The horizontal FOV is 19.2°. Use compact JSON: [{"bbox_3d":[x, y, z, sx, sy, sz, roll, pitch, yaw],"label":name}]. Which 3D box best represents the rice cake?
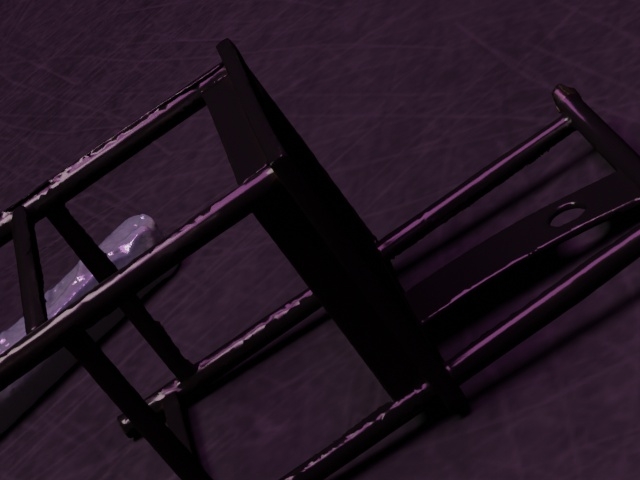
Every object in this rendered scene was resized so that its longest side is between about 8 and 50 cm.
[{"bbox_3d":[-0.145,0.052,0.949,0.180,0.042,0.030,-44,25,-22],"label":"rice cake"}]

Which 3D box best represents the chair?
[{"bbox_3d":[0.000,0.000,0.773,0.260,0.141,0.154,-35,26,4],"label":"chair"}]
